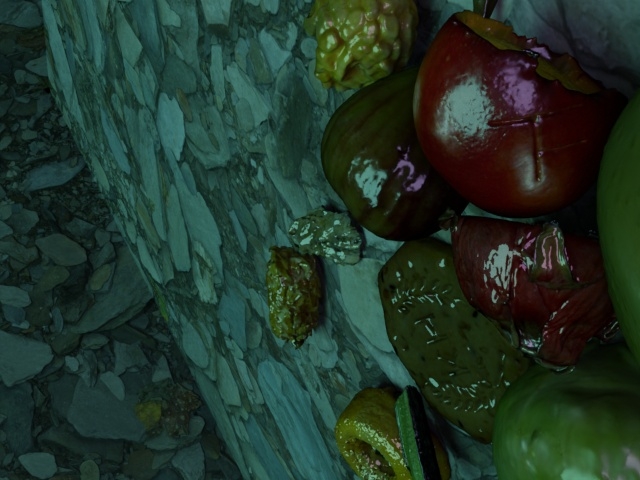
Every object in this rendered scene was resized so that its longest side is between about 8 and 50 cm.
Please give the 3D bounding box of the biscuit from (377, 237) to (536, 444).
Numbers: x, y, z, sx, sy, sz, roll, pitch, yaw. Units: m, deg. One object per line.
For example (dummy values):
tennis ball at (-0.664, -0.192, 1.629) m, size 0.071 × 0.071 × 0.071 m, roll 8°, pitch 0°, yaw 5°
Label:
biscuit at (0.209, 0.162, 1.080) m, size 0.359 × 0.046 × 0.359 m, roll 43°, pitch 146°, yaw 39°

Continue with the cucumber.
cucumber at (0.173, 0.368, 1.202) m, size 0.070 × 0.046 × 0.220 m, roll -30°, pitch 68°, yaw 59°

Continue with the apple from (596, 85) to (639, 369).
apple at (0.341, -0.001, 0.440) m, size 0.311 × 0.360 × 0.320 m, roll -28°, pitch 122°, yaw 30°

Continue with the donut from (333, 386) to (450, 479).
donut at (0.140, 0.412, 1.338) m, size 0.253 × 0.118 × 0.254 m, roll 29°, pitch 138°, yaw 29°

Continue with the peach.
peach at (0.199, -0.138, 0.682) m, size 0.196 × 0.190 × 0.226 m, roll 5°, pitch 134°, yaw 44°

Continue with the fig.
fig at (0.128, -0.164, 0.831) m, size 0.217 × 0.217 × 0.321 m, roll 47°, pitch 128°, yaw 34°

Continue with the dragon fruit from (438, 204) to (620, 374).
dragon fruit at (0.232, 0.062, 0.721) m, size 0.218 × 0.223 × 0.148 m, roll 13°, pitch 89°, yaw 35°

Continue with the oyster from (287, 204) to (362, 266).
oyster at (0.001, -0.006, 1.297) m, size 0.209 × 0.072 × 0.133 m, roll 29°, pitch 138°, yaw 48°

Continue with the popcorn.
popcorn at (0.052, -0.289, 0.915) m, size 0.170 × 0.180 × 0.180 m, roll 29°, pitch 143°, yaw 10°

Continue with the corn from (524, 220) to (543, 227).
corn at (0.282, 0.010, 0.846) m, size 0.028 × 0.027 × 0.083 m, roll -37°, pitch 77°, yaw 29°

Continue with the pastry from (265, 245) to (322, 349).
pastry at (-0.056, 0.134, 1.474) m, size 0.154 × 0.102 × 0.250 m, roll 35°, pitch 137°, yaw 45°

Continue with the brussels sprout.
brussels sprout at (0.328, 0.265, 0.732) m, size 0.328 × 0.247 × 0.328 m, roll 53°, pitch 166°, yaw 19°
